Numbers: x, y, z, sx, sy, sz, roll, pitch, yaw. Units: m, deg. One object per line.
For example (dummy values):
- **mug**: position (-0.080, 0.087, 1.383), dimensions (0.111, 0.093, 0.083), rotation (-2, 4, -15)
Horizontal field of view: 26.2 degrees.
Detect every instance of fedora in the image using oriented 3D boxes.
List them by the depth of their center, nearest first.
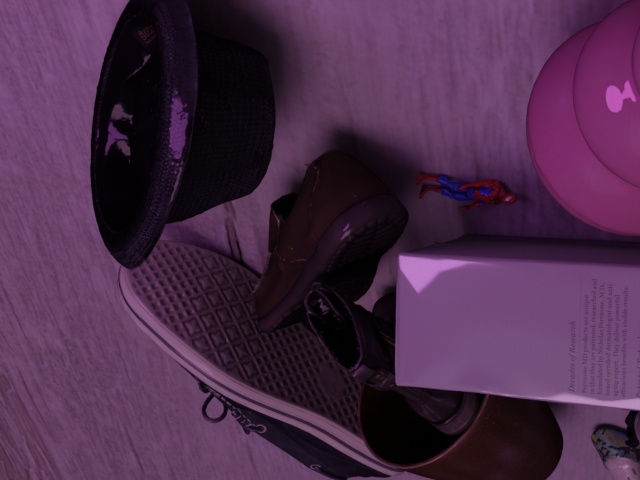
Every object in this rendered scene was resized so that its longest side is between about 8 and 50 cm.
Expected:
- **fedora**: position (-0.143, -0.120, 1.506), dimensions (0.153, 0.334, 0.334), rotation (3, 150, -23)

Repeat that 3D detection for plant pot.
- **plant pot**: position (0.203, 0.231, 1.766), dimensions (0.215, 0.215, 0.230), rotation (-16, 142, 41)

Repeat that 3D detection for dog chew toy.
- **dog chew toy**: position (0.302, -0.123, 1.190), dimensions (0.207, 0.206, 0.332), rotation (25, 166, -1)

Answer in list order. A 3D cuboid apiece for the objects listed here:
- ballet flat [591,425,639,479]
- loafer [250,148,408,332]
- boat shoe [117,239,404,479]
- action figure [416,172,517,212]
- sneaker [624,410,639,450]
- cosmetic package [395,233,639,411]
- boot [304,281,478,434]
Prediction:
- **ballet flat**: position (0.433, 0.321, 1.841), dimensions (0.188, 0.070, 0.070), rotation (36, 142, -15)
- **loafer**: position (0.000, 0.000, 1.667), dimensions (0.130, 0.134, 0.366), rotation (64, 151, 16)
- **boat shoe**: position (-0.079, 0.180, 1.863), dimensions (0.500, 0.186, 0.156), rotation (35, 137, -22)
- **action figure**: position (0.166, -0.054, 1.559), dimensions (0.115, 0.030, 0.038), rotation (6, 135, 21)
- **sneaker**: position (0.432, 0.257, 1.766), dimensions (0.075, 0.063, 0.170), rotation (28, 164, 34)
- **cosmetic package**: position (0.291, 0.082, 1.469), dimensions (0.385, 0.217, 0.156), rotation (2, 96, 28)
- **boot**: position (0.068, 0.106, 1.622), dimensions (0.229, 0.263, 0.091), rotation (33, 105, -36)
